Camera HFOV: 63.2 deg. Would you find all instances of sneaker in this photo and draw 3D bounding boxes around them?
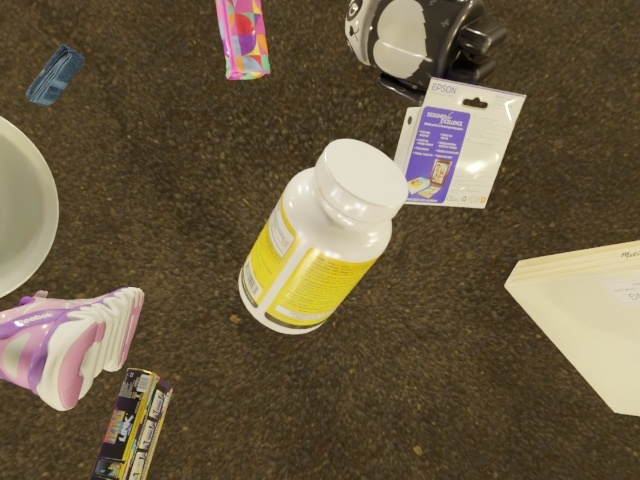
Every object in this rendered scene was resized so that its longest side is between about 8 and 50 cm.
[{"bbox_3d":[-0.252,0.089,0.521,0.105,0.236,0.095,13,90,-3],"label":"sneaker"}]

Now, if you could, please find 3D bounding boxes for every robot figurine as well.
[{"bbox_3d":[0.176,-0.366,0.922,0.278,0.174,0.209,31,98,22],"label":"robot figurine"}]

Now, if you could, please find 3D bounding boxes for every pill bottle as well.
[{"bbox_3d":[0.000,0.000,0.873,0.188,0.334,0.187,17,45,-18],"label":"pill bottle"}]

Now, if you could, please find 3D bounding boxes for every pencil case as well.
[{"bbox_3d":[-0.169,-0.454,1.074,0.105,0.104,0.236,-10,104,1],"label":"pencil case"}]

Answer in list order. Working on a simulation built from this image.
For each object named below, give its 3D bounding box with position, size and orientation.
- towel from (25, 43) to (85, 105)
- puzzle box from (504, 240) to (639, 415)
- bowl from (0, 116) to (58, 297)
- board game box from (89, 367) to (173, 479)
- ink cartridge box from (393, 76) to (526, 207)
[{"bbox_3d":[-0.486,-0.301,0.960,0.029,0.067,0.119,40,97,0],"label":"towel"},{"bbox_3d":[0.438,0.102,0.545,0.272,0.409,0.052,47,63,-14],"label":"puzzle box"},{"bbox_3d":[-0.560,-0.049,0.757,0.134,0.298,0.297,-3,82,34],"label":"bowl"},{"bbox_3d":[-0.292,0.300,0.818,0.048,0.141,0.170,12,65,0],"label":"board game box"},{"bbox_3d":[0.225,-0.159,0.873,0.207,0.045,0.208,1,116,-28],"label":"ink cartridge box"}]
